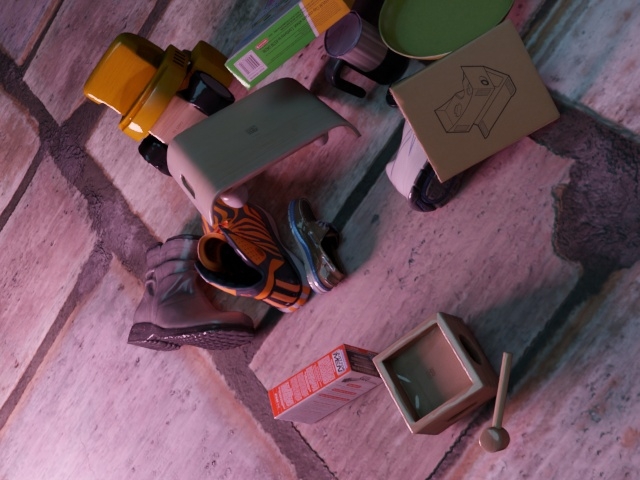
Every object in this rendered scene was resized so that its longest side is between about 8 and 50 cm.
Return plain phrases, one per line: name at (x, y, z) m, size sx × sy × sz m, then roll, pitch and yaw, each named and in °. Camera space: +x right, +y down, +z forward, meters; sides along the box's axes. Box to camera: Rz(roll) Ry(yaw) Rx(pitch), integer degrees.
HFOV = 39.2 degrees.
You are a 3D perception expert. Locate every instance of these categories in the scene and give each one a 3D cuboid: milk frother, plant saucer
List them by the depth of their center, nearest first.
plant saucer at (0.213, -0.381, 1.476) m, size 0.241 × 0.037 × 0.240 m, roll -16°, pitch 51°, yaw 21°
milk frother at (0.094, -0.303, 1.523) m, size 0.143 × 0.135 × 0.129 m, roll 16°, pitch 88°, yaw 44°

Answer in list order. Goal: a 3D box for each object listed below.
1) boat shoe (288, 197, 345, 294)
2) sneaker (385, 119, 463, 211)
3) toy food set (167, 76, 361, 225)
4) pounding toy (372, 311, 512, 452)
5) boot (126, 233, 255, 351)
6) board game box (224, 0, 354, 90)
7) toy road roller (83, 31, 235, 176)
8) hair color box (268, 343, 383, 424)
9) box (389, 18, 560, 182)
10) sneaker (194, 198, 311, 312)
boat shoe at (0.000, 0.000, 1.552) m, size 0.066 × 0.066 × 0.183 m, roll -30°, pitch 66°, yaw 25°
sneaker at (0.195, -0.196, 1.418) m, size 0.297 × 0.111 × 0.129 m, roll -58°, pitch 41°, yaw 8°
toy food set at (-0.108, -0.163, 1.607) m, size 0.306 × 0.092 × 0.219 m, roll -31°, pitch 41°, yaw -10°
pounding toy at (0.208, 0.208, 1.269) m, size 0.181 × 0.094 × 0.206 m, roll -39°, pitch 61°, yaw 19°
boot at (-0.246, 0.089, 1.697) m, size 0.338 × 0.118 × 0.222 m, roll -6°, pitch 69°, yaw 41°
board game box at (-0.028, -0.423, 1.615) m, size 0.242 × 0.064 × 0.316 m, roll -32°, pitch 22°, yaw 30°
toy road roller at (-0.317, -0.301, 1.757) m, size 0.202 × 0.241 × 0.329 m, roll -49°, pitch 20°, yaw 17°
hair color box at (0.010, 0.231, 1.432) m, size 0.167 × 0.093 × 0.053 m, roll -34°, pitch 55°, yaw 27°
box at (0.227, -0.204, 1.327) m, size 0.201 × 0.164 × 0.021 m, roll -29°, pitch 14°, yaw 7°
sneaker at (-0.159, 0.000, 1.606) m, size 0.321 × 0.180 × 0.124 m, roll 40°, pitch 103°, yaw 43°
